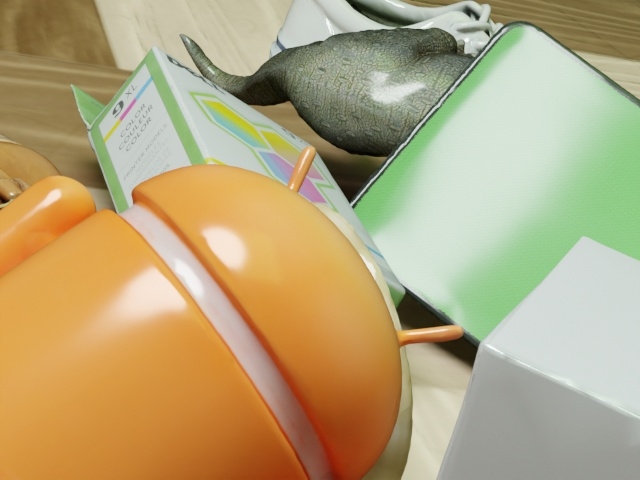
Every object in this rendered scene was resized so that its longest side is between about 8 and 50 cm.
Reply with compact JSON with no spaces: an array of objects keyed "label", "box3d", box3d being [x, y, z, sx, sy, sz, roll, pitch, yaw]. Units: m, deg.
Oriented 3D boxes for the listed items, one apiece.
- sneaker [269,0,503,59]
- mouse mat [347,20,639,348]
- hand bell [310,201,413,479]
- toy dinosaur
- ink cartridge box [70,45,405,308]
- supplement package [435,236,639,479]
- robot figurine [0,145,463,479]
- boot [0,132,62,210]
[{"label":"sneaker","box3d":[0.090,-0.097,1.090,0.258,0.091,0.094,21,26,10]},{"label":"mouse mat","box3d":[0.123,-0.005,0.867,0.189,0.152,0.007,39,-11,14]},{"label":"hand bell","box3d":[-0.100,0.067,0.672,0.242,0.126,0.126,-11,36,-25]},{"label":"toy dinosaur","box3d":[0.060,-0.073,0.973,0.313,0.121,0.160,33,11,12]},{"label":"ink cartridge box","box3d":[-0.047,-0.028,0.864,0.109,0.062,0.209,31,16,-31]},{"label":"supplement package","box3d":[0.090,0.110,0.581,0.105,0.179,0.105,25,27,16]},{"label":"robot figurine","box3d":[-0.064,0.061,0.578,0.219,0.128,0.158,-35,27,-12]},{"label":"boot","box3d":[-0.178,-0.003,0.775,0.152,0.073,0.197,36,34,26]}]
